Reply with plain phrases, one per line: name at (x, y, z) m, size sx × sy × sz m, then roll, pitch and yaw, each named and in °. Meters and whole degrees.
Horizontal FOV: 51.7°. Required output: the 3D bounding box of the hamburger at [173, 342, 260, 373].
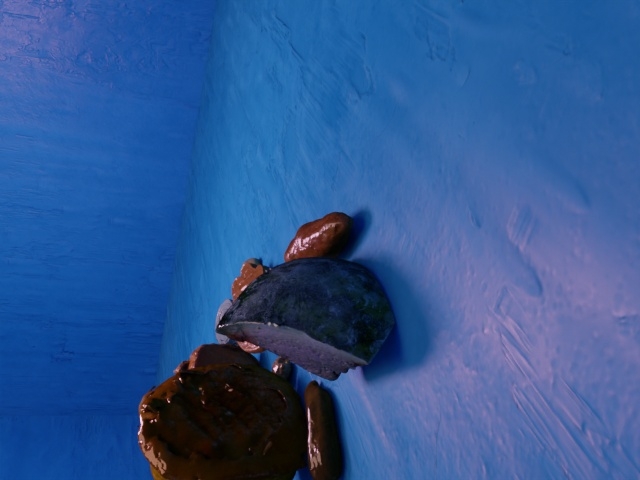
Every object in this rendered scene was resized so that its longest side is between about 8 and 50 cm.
hamburger at (-0.274, 0.411, 1.819) m, size 0.245 × 0.260 × 0.211 m, roll 45°, pitch 124°, yaw 8°

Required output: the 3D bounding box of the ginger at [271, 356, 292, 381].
ginger at (-0.109, 0.340, 1.607) m, size 0.173 × 0.051 × 0.069 m, roll 124°, pitch 149°, yaw -50°

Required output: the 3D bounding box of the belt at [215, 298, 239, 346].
belt at (-0.263, 0.257, 2.018) m, size 0.148 × 0.082 × 0.163 m, roll -52°, pitch 33°, yaw 40°

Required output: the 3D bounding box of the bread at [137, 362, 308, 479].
bread at (-0.210, 0.425, 1.418) m, size 0.337 × 0.358 × 0.204 m, roll -118°, pitch 33°, yaw -60°

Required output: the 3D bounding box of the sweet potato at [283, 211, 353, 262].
sweet potato at (0.000, 0.000, 1.328) m, size 0.251 × 0.097 × 0.097 m, roll 137°, pitch 134°, yaw -57°

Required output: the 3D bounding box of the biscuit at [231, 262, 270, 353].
biscuit at (-0.168, 0.173, 1.743) m, size 0.202 × 0.044 × 0.289 m, roll -58°, pitch 33°, yaw 14°

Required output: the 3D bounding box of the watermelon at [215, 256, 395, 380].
watermelon at (-0.007, 0.138, 1.188) m, size 0.289 × 0.319 × 0.214 m, roll -60°, pitch -38°, yaw -56°

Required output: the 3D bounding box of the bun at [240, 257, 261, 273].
bun at (-0.207, 0.093, 1.936) m, size 0.086 × 0.054 × 0.086 m, roll -176°, pitch 90°, yaw -71°

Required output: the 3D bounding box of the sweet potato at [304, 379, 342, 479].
sweet potato at (-0.002, 0.363, 1.288) m, size 0.081 × 0.062 × 0.233 m, roll 112°, pitch 157°, yaw -43°
